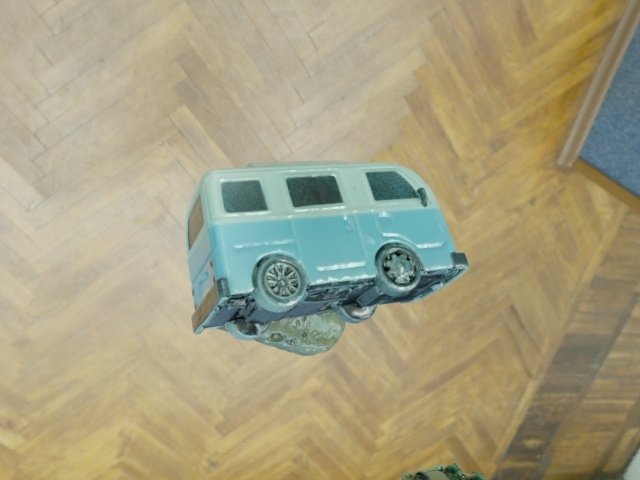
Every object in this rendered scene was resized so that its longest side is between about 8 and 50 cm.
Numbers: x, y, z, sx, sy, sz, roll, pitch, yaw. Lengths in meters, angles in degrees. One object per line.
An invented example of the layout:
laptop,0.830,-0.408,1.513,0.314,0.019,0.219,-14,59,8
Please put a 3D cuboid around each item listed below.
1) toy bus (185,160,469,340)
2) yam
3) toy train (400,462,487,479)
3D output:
toy bus,0.000,0.000,0.711,0.272,0.164,0.133,-5,160,-25
yam,-0.062,0.099,0.958,0.194,0.107,0.107,27,109,-38
toy train,0.302,0.584,1.419,0.139,0.330,0.178,-5,89,-28
